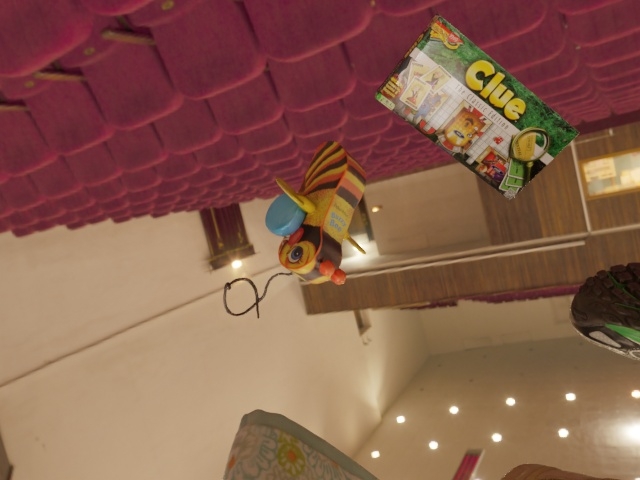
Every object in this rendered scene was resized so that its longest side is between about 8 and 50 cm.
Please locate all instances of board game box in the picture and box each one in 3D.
[{"bbox_3d":[0.219,-0.179,0.758,0.136,0.260,0.030,-51,-165,24],"label":"board game box"}]

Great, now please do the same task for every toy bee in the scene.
[{"bbox_3d":[0.000,0.000,0.802,0.195,0.298,0.162,9,-171,-41],"label":"toy bee"}]

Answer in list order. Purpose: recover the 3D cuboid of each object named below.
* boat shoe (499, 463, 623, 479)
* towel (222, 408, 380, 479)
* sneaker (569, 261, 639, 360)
[{"bbox_3d":[0.137,0.296,0.403,0.341,0.121,0.110,-36,-178,-36],"label":"boat shoe"},{"bbox_3d":[0.027,0.417,0.651,0.090,0.374,0.320,-47,-164,23],"label":"towel"},{"bbox_3d":[0.411,0.137,0.601,0.343,0.146,0.134,22,-149,-17],"label":"sneaker"}]
